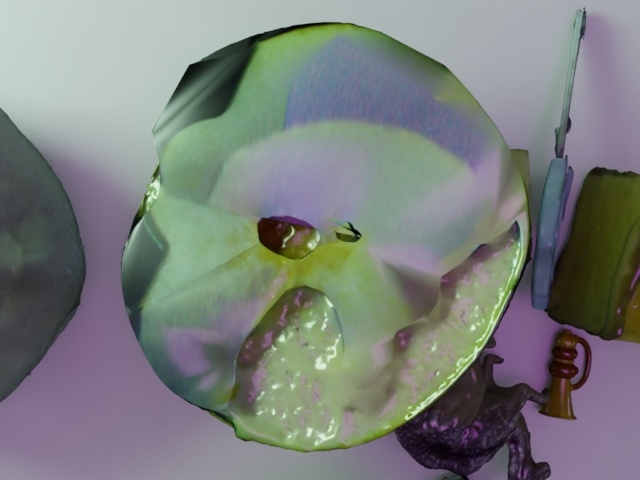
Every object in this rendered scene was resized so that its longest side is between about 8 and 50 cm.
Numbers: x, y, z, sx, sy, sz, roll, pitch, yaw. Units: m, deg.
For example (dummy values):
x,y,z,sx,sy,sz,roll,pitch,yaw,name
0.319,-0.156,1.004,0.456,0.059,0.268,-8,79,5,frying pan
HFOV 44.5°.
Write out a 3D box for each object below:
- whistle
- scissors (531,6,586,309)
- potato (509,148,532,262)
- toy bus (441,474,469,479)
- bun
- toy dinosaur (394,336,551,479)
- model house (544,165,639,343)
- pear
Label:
x,y,z,sx,sy,sz,roll,pitch,yaw,name
0.310,0.167,0.967,0.057,0.046,0.109,13,88,1,whistle
0.278,-0.102,0.892,0.029,0.191,0.361,10,79,18,scissors
0.173,-0.037,0.912,0.149,0.081,0.120,3,61,11,potato
0.177,0.381,0.944,0.089,0.087,0.194,-20,100,-5,toy bus
-0.391,0.019,0.723,0.354,0.194,0.355,-1,98,-10,bun
0.167,0.192,0.901,0.294,0.077,0.162,26,68,-13,toy dinosaur
0.416,0.038,0.904,0.234,0.175,0.194,16,93,-10,model house
0.004,0.002,0.795,0.398,0.165,0.399,-1,87,10,pear
